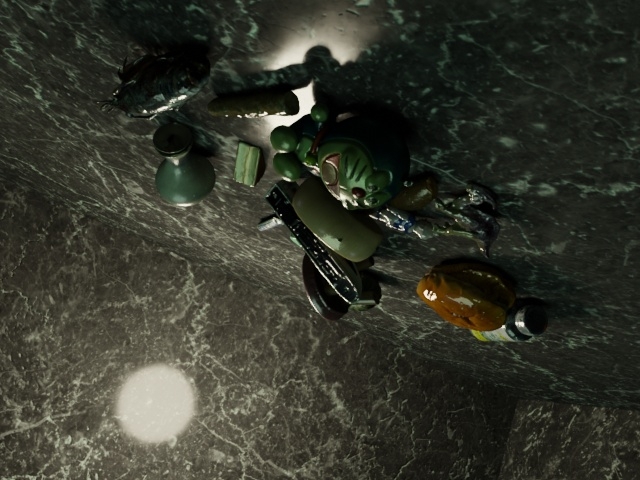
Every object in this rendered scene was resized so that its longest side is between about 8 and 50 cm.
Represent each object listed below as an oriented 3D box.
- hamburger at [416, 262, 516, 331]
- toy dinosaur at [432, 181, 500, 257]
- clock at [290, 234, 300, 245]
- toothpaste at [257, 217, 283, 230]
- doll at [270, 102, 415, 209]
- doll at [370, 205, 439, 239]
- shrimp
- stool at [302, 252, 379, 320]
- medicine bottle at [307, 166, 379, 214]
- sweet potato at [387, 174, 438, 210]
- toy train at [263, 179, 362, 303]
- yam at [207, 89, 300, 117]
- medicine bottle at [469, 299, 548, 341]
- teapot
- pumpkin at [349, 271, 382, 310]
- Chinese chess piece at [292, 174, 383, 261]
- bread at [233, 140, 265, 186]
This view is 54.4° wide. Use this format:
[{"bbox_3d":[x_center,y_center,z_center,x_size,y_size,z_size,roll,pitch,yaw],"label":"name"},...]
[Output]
[{"bbox_3d":[0.466,0.180,2.029,0.289,0.170,0.314,35,161,-22],"label":"hamburger"},{"bbox_3d":[0.365,-0.051,1.563,0.162,0.077,0.294,11,161,26],"label":"toy dinosaur"},{"bbox_3d":[-0.036,0.000,2.273,0.135,0.041,0.101,7,159,35],"label":"clock"},{"bbox_3d":[-0.185,-0.061,2.270,0.057,0.035,0.197,19,164,-27],"label":"toothpaste"},{"bbox_3d":[0.058,-0.182,1.336,0.321,0.186,0.199,29,147,19],"label":"doll"},{"bbox_3d":[0.227,-0.058,1.752,0.227,0.057,0.114,26,159,13],"label":"doll"},{"bbox_3d":[-0.366,-0.339,1.416,0.372,0.137,0.172,4,160,44],"label":"shrimp"},{"bbox_3d":[0.074,0.132,2.179,0.178,0.272,0.272,-20,144,26],"label":"stool"},{"bbox_3d":[0.066,-0.150,1.582,0.216,0.091,0.090,32,160,-34],"label":"medicine bottle"},{"bbox_3d":[0.219,-0.106,1.570,0.077,0.077,0.243,26,162,-17],"label":"sweet potato"},{"bbox_3d":[0.000,0.000,1.795,0.407,0.088,0.086,53,138,3],"label":"toy train"},{"bbox_3d":[-0.155,-0.304,1.409,0.274,0.061,0.061,7,159,43],"label":"yam"},{"bbox_3d":[0.651,0.280,2.168,0.141,0.142,0.293,26,162,-18],"label":"medicine bottle"},{"bbox_3d":[-0.405,-0.221,1.808,0.183,0.184,0.251,18,152,9],"label":"teapot"},{"bbox_3d":[0.151,0.201,2.505,0.190,0.146,0.190,22,136,22],"label":"pumpkin"},{"bbox_3d":[0.047,-0.060,1.664,0.273,0.102,0.273,39,-167,-11],"label":"Chinese chess piece"},{"bbox_3d":[-0.195,-0.235,1.766,0.074,0.084,0.139,19,133,6],"label":"bread"}]
